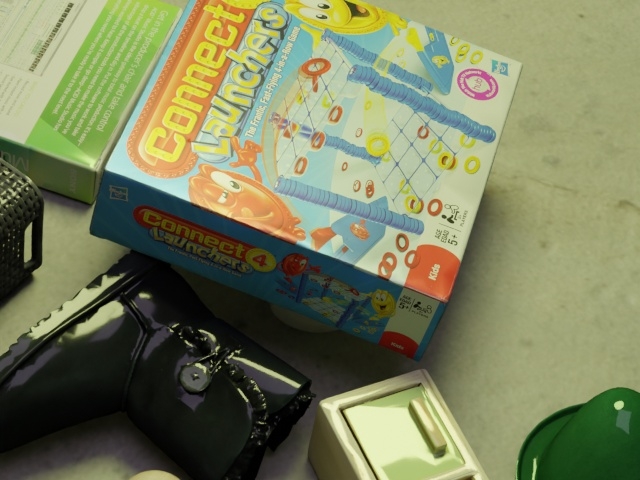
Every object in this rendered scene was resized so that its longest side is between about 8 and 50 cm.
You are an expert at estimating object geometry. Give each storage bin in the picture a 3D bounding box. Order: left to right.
[{"bbox_3d":[-0.335,-0.030,1.696,0.180,0.122,0.084,33,54,17],"label":"storage bin"}]

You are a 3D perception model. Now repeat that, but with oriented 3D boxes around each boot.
[{"bbox_3d":[-0.150,0.141,1.606,0.207,0.094,0.246,42,66,15],"label":"boot"}]

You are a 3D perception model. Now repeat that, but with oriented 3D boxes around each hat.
[{"bbox_3d":[0.260,0.151,1.609,0.173,0.183,0.208,-7,53,-14],"label":"hat"}]

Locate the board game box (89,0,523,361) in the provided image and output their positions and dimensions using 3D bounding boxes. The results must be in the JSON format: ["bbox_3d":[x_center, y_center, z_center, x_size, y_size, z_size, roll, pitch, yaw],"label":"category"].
[{"bbox_3d":[-0.005,-0.084,1.703,0.302,0.086,0.308,21,49,-1],"label":"board game box"}]

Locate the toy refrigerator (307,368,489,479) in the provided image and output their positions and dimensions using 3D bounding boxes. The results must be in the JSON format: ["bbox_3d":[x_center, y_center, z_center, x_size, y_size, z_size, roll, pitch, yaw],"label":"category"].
[{"bbox_3d":[0.094,0.240,1.568,0.102,0.094,0.269,-15,55,-20],"label":"toy refrigerator"}]

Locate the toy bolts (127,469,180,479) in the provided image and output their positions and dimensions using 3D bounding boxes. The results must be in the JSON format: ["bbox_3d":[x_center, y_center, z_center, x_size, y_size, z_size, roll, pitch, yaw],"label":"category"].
[{"bbox_3d":[-0.113,0.288,1.453,0.218,0.158,0.228,7,51,-4],"label":"toy bolts"}]

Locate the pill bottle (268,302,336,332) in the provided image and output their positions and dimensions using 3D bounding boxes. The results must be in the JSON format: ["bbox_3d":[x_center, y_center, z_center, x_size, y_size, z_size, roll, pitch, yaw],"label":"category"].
[{"bbox_3d":[0.000,0.000,1.751,0.086,0.086,0.152,7,51,-3],"label":"pill bottle"}]

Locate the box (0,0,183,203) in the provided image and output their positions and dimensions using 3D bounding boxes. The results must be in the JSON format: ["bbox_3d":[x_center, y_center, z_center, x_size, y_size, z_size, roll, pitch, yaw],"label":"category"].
[{"bbox_3d":[-0.320,-0.178,1.864,0.322,0.058,0.232,18,51,7],"label":"box"}]
